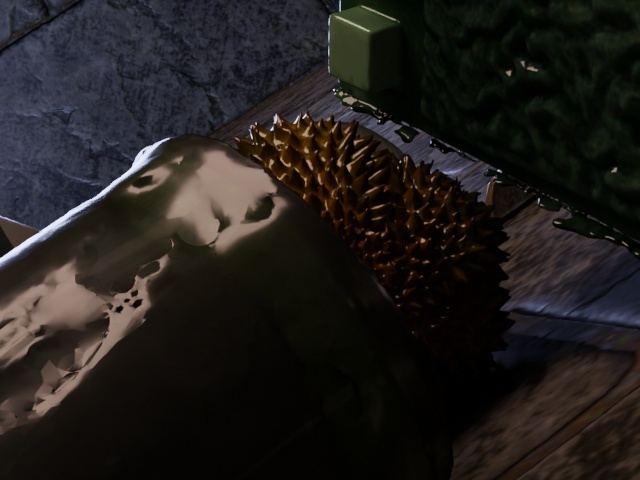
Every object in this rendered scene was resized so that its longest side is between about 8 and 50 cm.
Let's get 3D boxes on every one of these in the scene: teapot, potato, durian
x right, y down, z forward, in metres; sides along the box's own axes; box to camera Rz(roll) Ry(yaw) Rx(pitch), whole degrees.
[{"bbox_3d":[-0.132,0.093,0.688,0.337,0.200,0.270,-35,48,-24],"label":"teapot"},{"bbox_3d":[0.131,-0.049,1.167,0.093,0.036,0.037,-36,12,-13],"label":"potato"},{"bbox_3d":[0.012,0.014,0.852,0.168,0.158,0.137,-140,66,-70],"label":"durian"}]

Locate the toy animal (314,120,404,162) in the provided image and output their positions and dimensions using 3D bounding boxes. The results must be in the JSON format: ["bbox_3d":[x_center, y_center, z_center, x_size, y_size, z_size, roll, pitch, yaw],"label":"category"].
[{"bbox_3d":[0.001,-0.003,1.158,0.127,0.125,0.251,-61,10,11],"label":"toy animal"}]

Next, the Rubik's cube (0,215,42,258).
[{"bbox_3d":[-0.311,0.075,1.542,0.213,0.224,0.265,-24,6,22],"label":"Rubik's cube"}]

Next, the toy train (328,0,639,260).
[{"bbox_3d":[0.135,-0.106,0.806,0.188,0.159,0.272,-20,35,-34],"label":"toy train"}]
